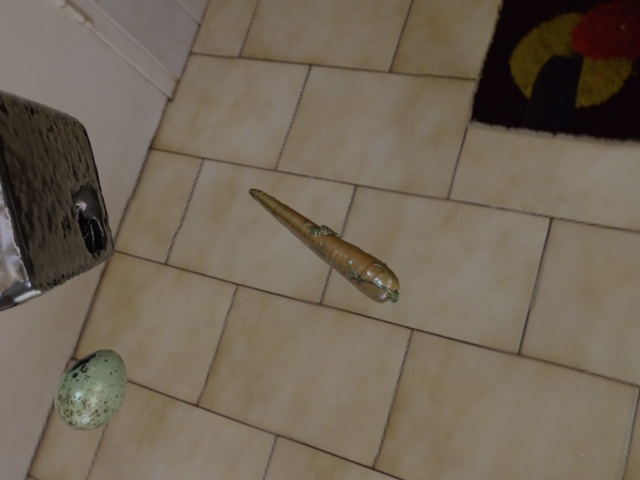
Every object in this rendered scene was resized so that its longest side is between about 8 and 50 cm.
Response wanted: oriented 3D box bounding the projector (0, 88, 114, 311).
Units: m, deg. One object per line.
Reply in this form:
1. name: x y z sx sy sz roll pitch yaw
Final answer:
1. projector: -0.494 -0.023 0.760 0.405 0.395 0.242 -13 97 -4

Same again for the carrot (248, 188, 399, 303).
1. carrot: 0.000 0.000 0.854 0.254 0.049 0.049 35 88 21

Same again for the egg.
1. egg: -0.294 0.191 0.859 0.085 0.085 0.110 4 56 23
